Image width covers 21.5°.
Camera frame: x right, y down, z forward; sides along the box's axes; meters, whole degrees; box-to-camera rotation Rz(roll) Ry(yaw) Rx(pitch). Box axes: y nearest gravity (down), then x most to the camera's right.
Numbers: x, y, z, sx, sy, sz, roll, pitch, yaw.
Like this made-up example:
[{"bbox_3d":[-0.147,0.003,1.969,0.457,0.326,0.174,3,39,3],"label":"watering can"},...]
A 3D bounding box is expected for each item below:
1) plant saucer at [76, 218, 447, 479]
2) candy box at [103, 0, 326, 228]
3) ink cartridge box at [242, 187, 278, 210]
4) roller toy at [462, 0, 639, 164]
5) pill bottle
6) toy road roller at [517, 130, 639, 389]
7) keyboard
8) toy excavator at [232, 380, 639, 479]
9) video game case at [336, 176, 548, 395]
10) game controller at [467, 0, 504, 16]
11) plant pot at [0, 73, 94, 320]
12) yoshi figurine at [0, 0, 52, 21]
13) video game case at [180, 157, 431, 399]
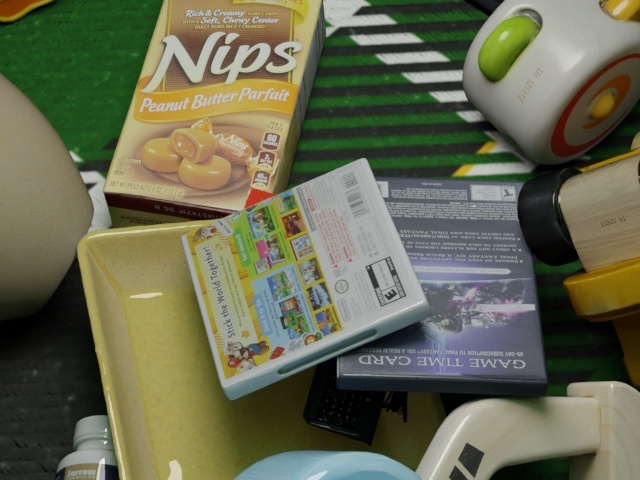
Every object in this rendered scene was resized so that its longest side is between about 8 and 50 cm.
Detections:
[{"bbox_3d":[-0.061,0.134,1.702,0.333,0.081,0.332,-6,57,-16],"label":"plant saucer"},{"bbox_3d":[-0.113,-0.149,1.897,0.183,0.087,0.316,9,60,7],"label":"candy box"},{"bbox_3d":[0.000,0.000,1.718,0.179,0.045,0.145,16,45,3],"label":"ink cartridge box"},{"bbox_3d":[0.269,-0.187,1.846,0.209,0.191,0.146,-33,63,-21],"label":"roller toy"},{"bbox_3d":[-0.217,0.262,1.649,0.094,0.094,0.169,2,59,3],"label":"pill bottle"},{"bbox_3d":[0.370,0.005,1.698,0.329,0.202,0.240,-24,94,-50],"label":"toy road roller"},{"bbox_3d":[0.053,0.110,1.672,0.100,0.038,0.192,17,55,-1],"label":"keyboard"},{"bbox_3d":[0.073,0.263,1.516,0.433,0.222,0.445,30,74,-19],"label":"toy excavator"},{"bbox_3d":[0.113,0.038,1.645,0.196,0.026,0.274,2,45,-1],"label":"video game case"},{"bbox_3d":[0.196,-0.373,2.048,0.319,0.067,0.166,37,81,22],"label":"game controller"},{"bbox_3d":[-0.350,-0.023,1.753,0.191,0.284,0.284,31,60,-16],"label":"plant pot"},{"bbox_3d":[-0.411,-0.455,2.049,0.203,0.203,0.362,-10,55,-22],"label":"yoshi figurine"},{"bbox_3d":[-0.019,0.033,1.629,0.206,0.026,0.227,-23,43,3],"label":"video game case"}]
